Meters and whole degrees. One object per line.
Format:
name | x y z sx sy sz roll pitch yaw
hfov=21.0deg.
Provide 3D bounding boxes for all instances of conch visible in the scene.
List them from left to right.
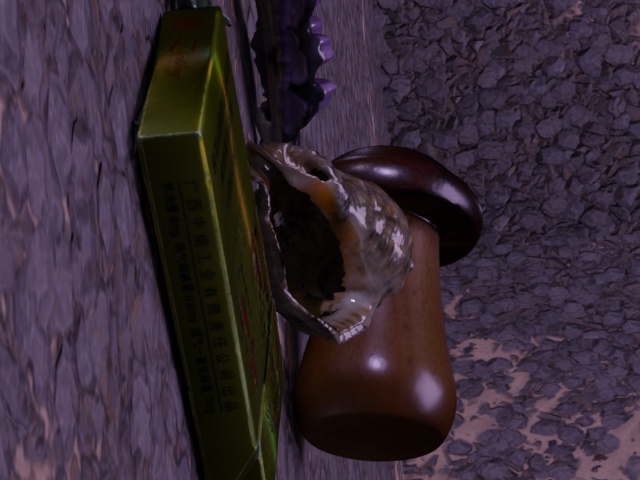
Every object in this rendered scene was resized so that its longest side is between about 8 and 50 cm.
conch | 0.000 0.000 1.365 0.207 0.130 0.155 57 12 -48

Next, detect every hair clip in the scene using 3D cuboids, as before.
hair clip | -0.035 -0.201 1.464 0.106 0.085 0.292 23 -54 46

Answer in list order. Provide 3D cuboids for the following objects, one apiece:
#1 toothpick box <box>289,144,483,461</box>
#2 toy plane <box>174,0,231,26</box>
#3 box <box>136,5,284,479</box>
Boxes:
toothpick box | 0.058 0.052 1.658 0.192 0.192 0.294 75 17 -61
toy plane | -0.085 -0.168 1.147 0.080 0.033 0.083 -88 164 -47
box | -0.065 0.024 1.122 0.173 0.043 0.311 -87 171 -58
